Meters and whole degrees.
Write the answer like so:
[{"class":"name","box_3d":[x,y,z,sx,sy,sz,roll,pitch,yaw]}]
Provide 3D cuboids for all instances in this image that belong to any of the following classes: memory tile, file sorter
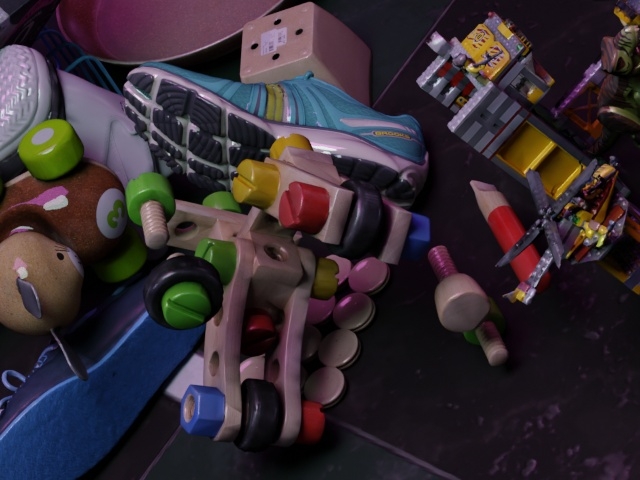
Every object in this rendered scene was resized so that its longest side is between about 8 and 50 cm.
[{"class":"memory tile","box_3d":[-0.008,0.074,1.386,0.113,0.012,0.148,4,58,33]},{"class":"file sorter","box_3d":[-0.285,-0.151,1.662,0.104,0.118,0.170,-43,45,-11]}]

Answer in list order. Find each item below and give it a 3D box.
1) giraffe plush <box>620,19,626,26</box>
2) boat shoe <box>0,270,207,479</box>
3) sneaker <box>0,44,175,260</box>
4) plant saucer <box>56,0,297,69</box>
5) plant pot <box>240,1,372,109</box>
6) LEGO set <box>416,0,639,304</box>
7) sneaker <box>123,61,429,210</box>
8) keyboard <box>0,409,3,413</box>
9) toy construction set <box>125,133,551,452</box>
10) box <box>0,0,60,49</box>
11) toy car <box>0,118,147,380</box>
[{"class":"giraffe plush","box_3d":[0.306,-0.286,1.379,0.210,0.170,0.181,-15,49,20]},{"class":"boat shoe","box_3d":[-0.202,0.126,1.415,0.258,0.109,0.089,-40,35,-27]},{"class":"sneaker","box_3d":[-0.267,-0.007,1.527,0.366,0.210,0.137,-55,35,31]},{"class":"plant saucer","box_3d":[-0.126,-0.280,1.705,0.310,0.050,0.310,-15,45,15]},{"class":"plant pot","box_3d":[-0.020,-0.157,1.522,0.109,0.096,0.109,-15,49,19]},{"class":"LEGO set","box_3d":[0.212,-0.109,1.206,0.255,0.192,0.331,-45,31,21]},{"class":"sneaker","box_3d":[-0.039,-0.097,1.434,0.275,0.107,0.110,18,48,-2]},{"class":"keyboard","box_3d":[-0.406,0.206,1.518,0.256,0.014,0.072,-11,45,23]},{"class":"toy construction set","box_3d":[0.000,0.000,1.301,0.309,0.257,0.237,-8,38,-9]},{"class":"box","box_3d":[-0.351,-0.205,1.473,0.163,0.142,0.247,-45,5,44]},{"class":"toy car","box_3d":[-0.221,0.023,1.348,0.149,0.155,0.188,-25,38,3]}]
